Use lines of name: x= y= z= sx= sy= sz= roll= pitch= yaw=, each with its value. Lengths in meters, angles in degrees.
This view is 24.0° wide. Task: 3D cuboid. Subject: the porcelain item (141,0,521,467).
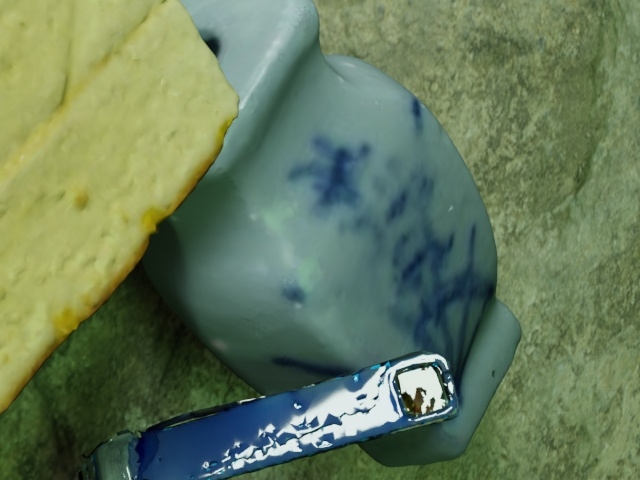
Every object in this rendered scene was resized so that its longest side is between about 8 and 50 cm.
porcelain item: x=0.000 y=0.000 z=1.118 sx=0.243 sy=0.178 sz=0.405 roll=-59 pitch=138 yaw=-21

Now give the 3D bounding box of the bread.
bread: x=-0.236 y=-0.052 z=0.788 sx=0.279 sy=0.279 sz=0.207 roll=-55 pitch=131 yaw=-28

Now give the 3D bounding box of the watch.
watch: x=-0.031 y=0.189 z=1.114 sx=0.274 sy=0.068 sz=0.276 roll=-16 pitch=148 yaw=-4
